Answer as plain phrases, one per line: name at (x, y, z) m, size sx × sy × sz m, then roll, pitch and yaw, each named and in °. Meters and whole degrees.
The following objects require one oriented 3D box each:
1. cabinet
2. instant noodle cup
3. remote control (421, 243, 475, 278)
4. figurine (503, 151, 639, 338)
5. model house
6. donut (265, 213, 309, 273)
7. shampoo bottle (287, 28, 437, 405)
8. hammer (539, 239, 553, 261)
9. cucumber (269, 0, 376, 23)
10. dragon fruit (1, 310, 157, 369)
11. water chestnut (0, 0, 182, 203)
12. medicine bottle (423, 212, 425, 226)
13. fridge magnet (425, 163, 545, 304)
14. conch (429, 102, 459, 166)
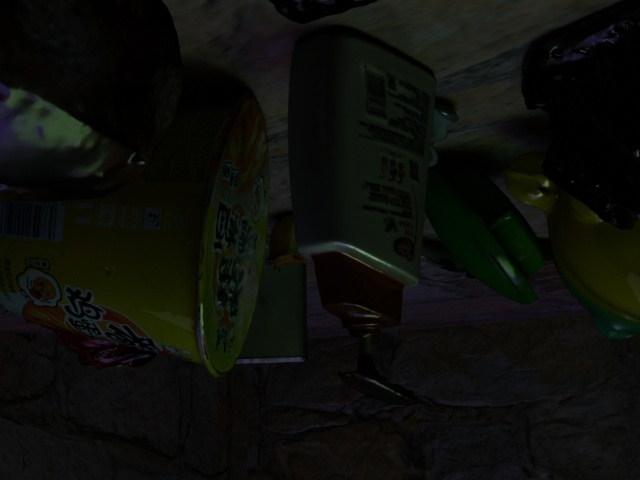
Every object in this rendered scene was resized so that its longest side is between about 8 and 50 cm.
cabinet at (-0.098, 0.116, 1.475) m, size 0.145 × 0.206 × 0.150 m, roll -2°, pitch 169°, yaw 1°
instant noodle cup at (-0.168, -0.011, 0.762) m, size 0.200 × 0.264 × 0.264 m, roll 5°, pitch 169°, yaw 6°
remote control at (0.238, 0.033, 1.484) m, size 0.256 × 0.045 × 0.097 m, roll 12°, pitch -169°, yaw -43°
figurine at (0.354, -0.001, 0.866) m, size 0.324 × 0.231 × 0.340 m, roll 25°, pitch -178°, yaw 19°
model house at (0.227, -0.087, 0.651) m, size 0.106 × 0.152 × 0.165 m, roll -10°, pitch 169°, yaw 12°
donut at (-0.001, 0.002, 1.265) m, size 0.181 × 0.078 × 0.146 m, roll -5°, pitch 171°, yaw -14°
shampoo bottle at (0.037, -0.014, 0.648) m, size 0.071 × 0.284 × 0.153 m, roll -8°, pitch 165°, yaw 40°
hammer at (0.296, -0.012, 1.303) m, size 0.168 × 0.044 × 0.440 m, roll -8°, pitch 166°, yaw 25°
cucumber at (0.092, -0.176, 0.384) m, size 0.300 × 0.072 × 0.072 m, roll -10°, pitch 166°, yaw 37°
dragon fruit at (-0.379, 0.113, 1.371) m, size 0.293 × 0.233 × 0.234 m, roll -8°, pitch 169°, yaw -4°
water chestnut at (-0.188, -0.089, 0.403) m, size 0.224 × 0.238 × 0.223 m, roll 9°, pitch 172°, yaw 1°
medicine bottle at (0.062, -0.039, 1.040) m, size 0.130 × 0.080 × 0.080 m, roll -6°, pitch 168°, yaw 21°
fridge magnet at (0.191, -0.011, 0.971) m, size 0.088 × 0.208 × 0.208 m, roll -39°, pitch 163°, yaw 4°
conch at (0.083, -0.104, 0.794) m, size 0.065 × 0.088 × 0.180 m, roll 42°, pitch -158°, yaw 26°
